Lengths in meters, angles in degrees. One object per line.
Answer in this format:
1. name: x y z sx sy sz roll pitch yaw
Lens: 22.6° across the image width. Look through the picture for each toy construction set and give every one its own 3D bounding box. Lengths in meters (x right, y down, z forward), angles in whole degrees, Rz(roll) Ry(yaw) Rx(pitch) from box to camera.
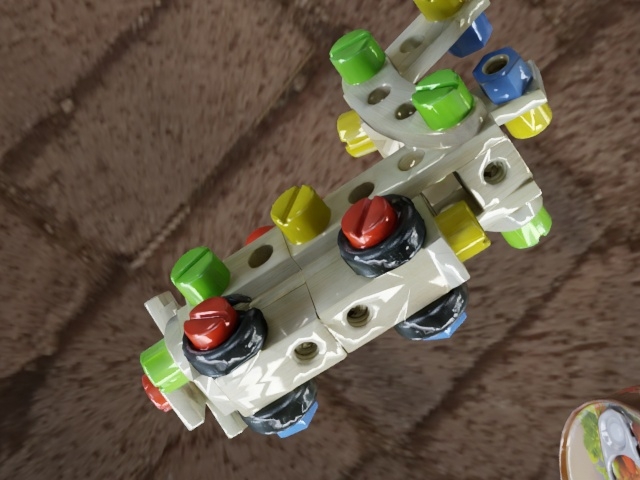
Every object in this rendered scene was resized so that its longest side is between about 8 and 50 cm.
1. toy construction set: 0.000 0.000 0.946 0.151 0.215 0.327 35 108 -30

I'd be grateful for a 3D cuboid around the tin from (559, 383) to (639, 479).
1. tin: 0.165 0.157 0.727 0.040 0.106 0.189 -19 94 -30
